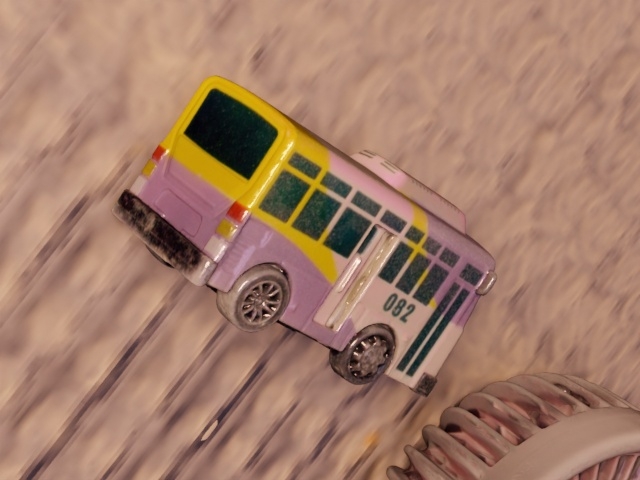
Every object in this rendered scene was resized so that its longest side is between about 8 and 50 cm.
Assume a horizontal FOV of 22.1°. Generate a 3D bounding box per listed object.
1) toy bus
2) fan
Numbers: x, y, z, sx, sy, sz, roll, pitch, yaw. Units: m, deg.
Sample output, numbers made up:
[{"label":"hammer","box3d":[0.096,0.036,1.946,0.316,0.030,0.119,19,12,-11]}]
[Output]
[{"label":"toy bus","box3d":[0.000,0.000,0.454,0.102,0.052,0.058,29,96,-44]},{"label":"fan","box3d":[0.051,0.161,0.578,0.130,0.074,0.244,8,111,-43]}]
